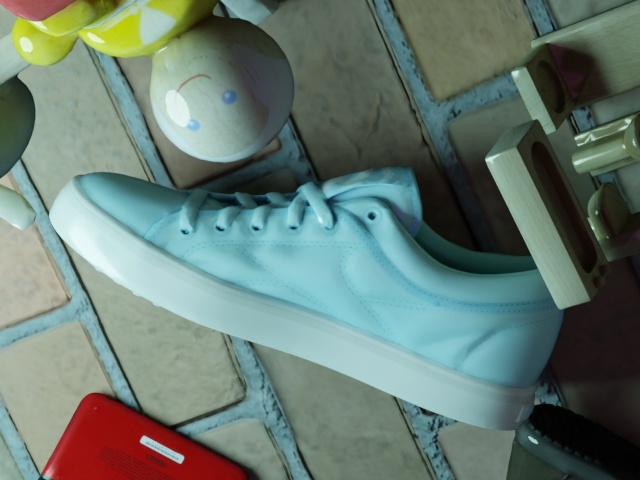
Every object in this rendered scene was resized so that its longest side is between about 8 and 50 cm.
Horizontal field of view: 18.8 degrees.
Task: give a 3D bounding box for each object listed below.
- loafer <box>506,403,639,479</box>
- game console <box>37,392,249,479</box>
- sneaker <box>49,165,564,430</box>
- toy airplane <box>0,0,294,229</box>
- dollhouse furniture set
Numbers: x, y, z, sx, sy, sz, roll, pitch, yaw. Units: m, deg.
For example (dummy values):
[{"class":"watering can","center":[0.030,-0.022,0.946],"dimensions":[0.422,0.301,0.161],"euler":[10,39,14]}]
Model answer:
[{"class":"loafer","center":[0.231,0.198,1.403],"dimensions":[0.220,0.080,0.078],"euler":[29,119,4]},{"class":"game console","center":[-0.145,0.203,1.487],"dimensions":[0.144,0.085,0.124],"euler":[28,78,-1]},{"class":"sneaker","center":[0.000,0.000,1.352],"dimensions":[0.366,0.135,0.150],"euler":[21,101,-7]},{"class":"toy airplane","center":[-0.098,-0.166,1.182],"dimensions":[0.272,0.384,0.386],"euler":[61,150,11]},{"class":"dollhouse furniture set","center":[0.201,-0.064,1.266],"dimensions":[0.123,0.151,0.144],"euler":[-19,106,31]}]
